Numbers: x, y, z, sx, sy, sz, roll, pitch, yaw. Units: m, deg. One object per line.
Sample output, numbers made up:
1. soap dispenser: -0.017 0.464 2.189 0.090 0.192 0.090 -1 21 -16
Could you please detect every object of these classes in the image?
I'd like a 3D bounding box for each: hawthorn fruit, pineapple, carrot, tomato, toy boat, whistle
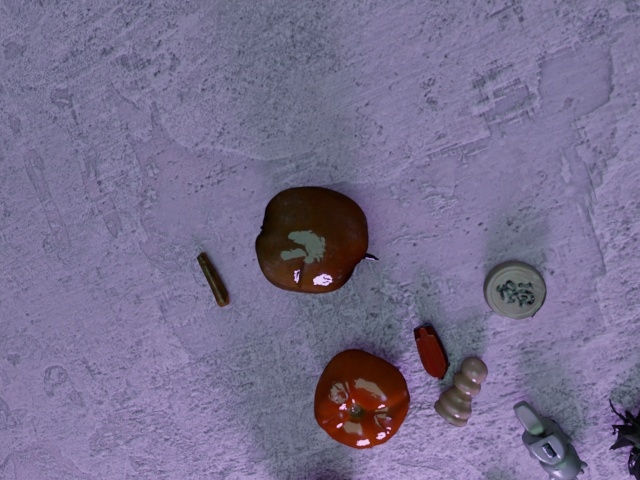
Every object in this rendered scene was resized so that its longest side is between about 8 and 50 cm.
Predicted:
1. hawthorn fruit: 0.000 0.000 1.187 0.300 0.268 0.268 9 103 5
2. pineapple: 0.798 0.530 1.116 0.165 0.165 0.365 -40 79 19
3. carrot: -0.314 0.114 1.416 0.042 0.042 0.171 -28 88 19
4. tomato: 0.108 0.412 1.269 0.259 0.180 0.260 4 104 15
5. toy boat: 0.291 0.290 1.258 0.069 0.059 0.173 -19 101 19
6. whistle: 0.561 0.499 1.198 0.110 0.092 0.245 -37 90 21

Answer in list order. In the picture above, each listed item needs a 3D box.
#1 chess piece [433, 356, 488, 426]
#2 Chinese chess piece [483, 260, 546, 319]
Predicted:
1. chess piece: 0.370 0.379 1.235 0.094 0.094 0.171 29 102 10
2. Chinese chess piece: 0.469 0.121 1.172 0.143 0.058 0.144 3 101 15
